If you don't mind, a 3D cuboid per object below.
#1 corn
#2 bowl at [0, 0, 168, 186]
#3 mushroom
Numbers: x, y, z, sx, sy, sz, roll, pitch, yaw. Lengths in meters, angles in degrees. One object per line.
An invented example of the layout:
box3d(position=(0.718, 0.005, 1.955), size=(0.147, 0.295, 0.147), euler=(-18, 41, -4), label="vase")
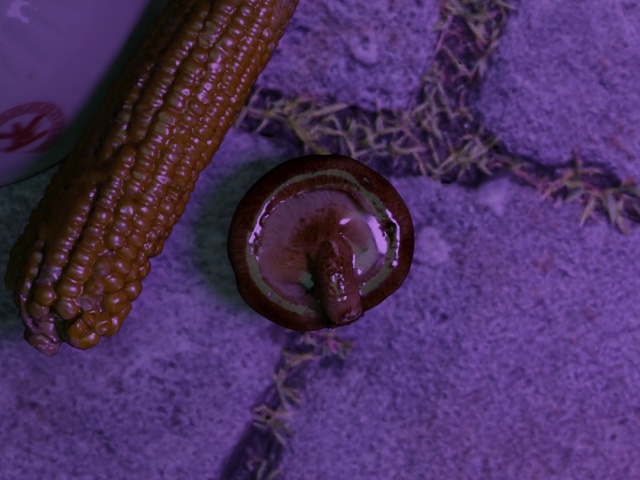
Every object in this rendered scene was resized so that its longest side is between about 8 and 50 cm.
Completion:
box3d(position=(-0.112, -0.067, 1.191), size=(0.097, 0.097, 0.320), euler=(31, 86, 1), label="corn")
box3d(position=(-0.269, -0.199, 1.164), size=(0.337, 0.157, 0.337), euler=(0, 88, 0), label="bowl")
box3d(position=(0.000, 0.000, 1.192), size=(0.127, 0.087, 0.127), euler=(0, 91, -4), label="mushroom")
